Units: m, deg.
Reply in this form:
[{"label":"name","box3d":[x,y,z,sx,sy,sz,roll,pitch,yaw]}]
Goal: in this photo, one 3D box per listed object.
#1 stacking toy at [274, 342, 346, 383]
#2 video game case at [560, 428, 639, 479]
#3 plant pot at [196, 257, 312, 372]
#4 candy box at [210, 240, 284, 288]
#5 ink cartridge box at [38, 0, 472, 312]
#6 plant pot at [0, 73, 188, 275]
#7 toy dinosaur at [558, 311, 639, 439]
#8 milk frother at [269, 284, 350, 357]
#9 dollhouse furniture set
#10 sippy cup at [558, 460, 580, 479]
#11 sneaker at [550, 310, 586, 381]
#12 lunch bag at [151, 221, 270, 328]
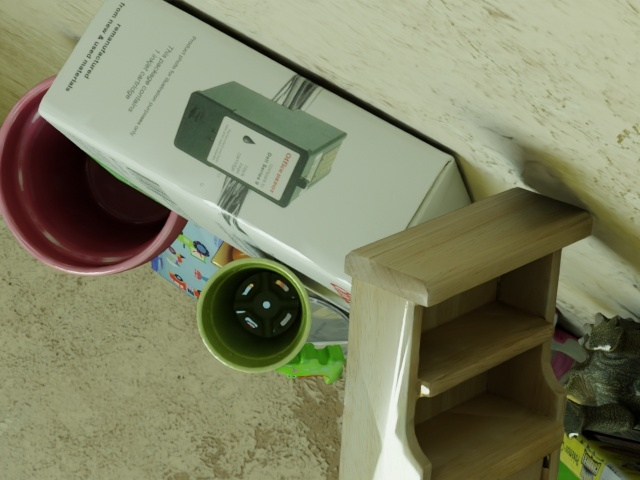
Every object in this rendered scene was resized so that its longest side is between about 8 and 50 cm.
[{"label":"stacking toy","box3d":[0.076,0.161,1.432,0.221,0.052,0.167,7,-137,-25]},{"label":"video game case","box3d":[0.335,0.203,1.499,0.275,0.035,0.248,13,-174,-8]},{"label":"plant pot","box3d":[-0.045,0.051,1.415,0.083,0.083,0.079,32,-175,2]},{"label":"candy box","box3d":[-0.010,0.026,2.037,0.187,0.109,0.053,31,174,-2]},{"label":"ink cartridge box","box3d":[-0.036,-0.052,1.441,0.289,0.121,0.211,30,174,15]},{"label":"plant pot","box3d":[-0.205,-0.070,1.933,0.201,0.201,0.180,31,-170,10]},{"label":"toy dinosaur","box3d":[0.278,0.118,1.418,0.313,0.121,0.160,15,-169,39]},{"label":"milk frother","box3d":[0.000,0.000,1.629,0.143,0.134,0.129,30,144,-6]},{"label":"dollhouse furniture set","box3d":[0.210,0.157,1.150,0.394,0.256,0.362,22,-151,37]},{"label":"sippy cup","box3d":[0.148,0.269,1.737,0.224,0.305,0.240,7,-158,-17]},{"label":"sneaker","box3d":[0.178,0.117,1.804,0.103,0.111,0.252,28,173,32]},{"label":"lunch bag","box3d":[-0.095,-0.007,2.211,0.221,0.138,0.293,33,166,15]}]
